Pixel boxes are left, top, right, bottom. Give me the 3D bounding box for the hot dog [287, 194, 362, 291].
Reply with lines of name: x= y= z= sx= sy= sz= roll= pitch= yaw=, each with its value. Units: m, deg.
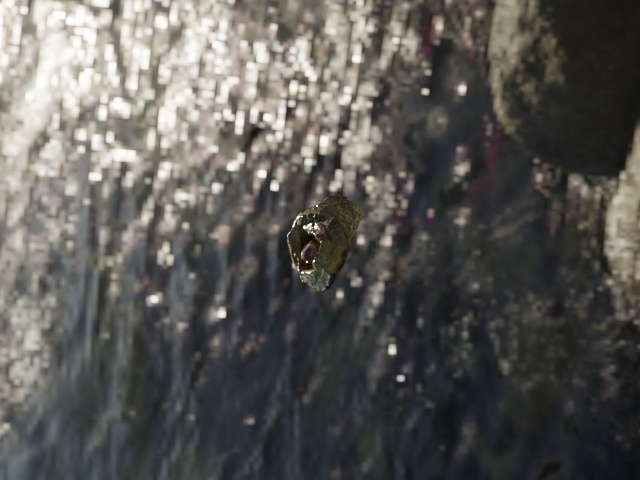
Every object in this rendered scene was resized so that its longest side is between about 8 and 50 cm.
hot dog: x=0.000 y=-0.001 z=1.447 sx=0.078 sy=0.061 sz=0.169 roll=-61 pitch=2 yaw=17
